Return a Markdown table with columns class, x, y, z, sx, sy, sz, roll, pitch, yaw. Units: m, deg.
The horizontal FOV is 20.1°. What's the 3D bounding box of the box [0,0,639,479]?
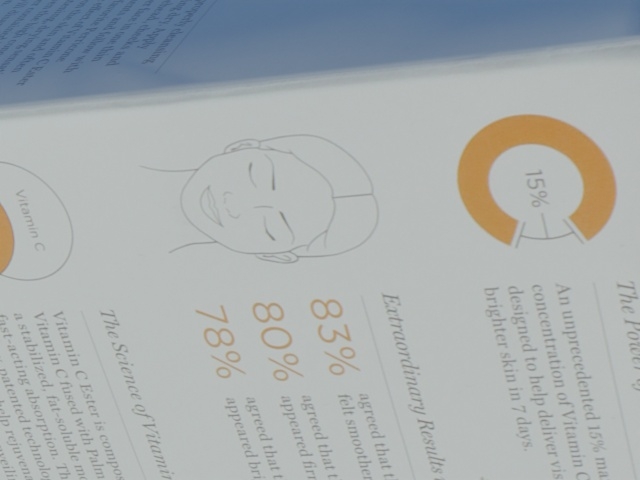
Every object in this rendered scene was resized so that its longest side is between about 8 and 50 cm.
| class | x | y | z | sx | sy | sz | roll | pitch | yaw |
| --- | --- | --- | --- | --- | --- | --- | --- | --- | --- |
| box | 0.000 | 0.000 | 0.698 | 0.345 | 0.215 | 0.168 | -3 | 30 | 23 |
